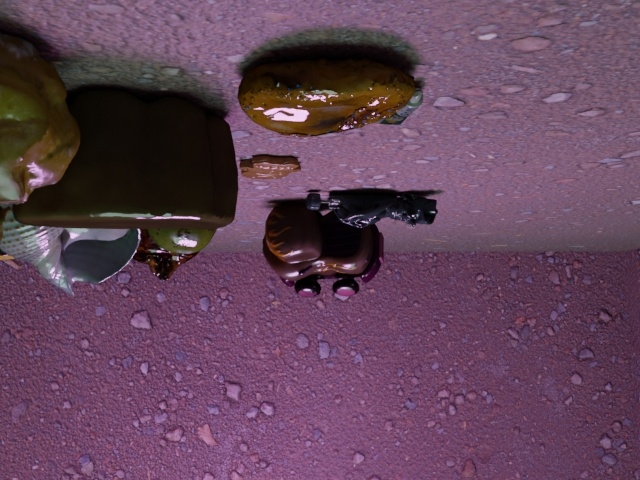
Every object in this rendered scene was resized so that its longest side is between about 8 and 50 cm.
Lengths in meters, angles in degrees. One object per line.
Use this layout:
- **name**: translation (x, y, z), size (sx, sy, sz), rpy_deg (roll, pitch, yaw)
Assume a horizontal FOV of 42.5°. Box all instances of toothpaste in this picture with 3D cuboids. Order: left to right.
- **toothpaste**: translation (0.128, -0.209, 1.310), size (0.049, 0.031, 0.204), rpy_deg (2, 175, -8)

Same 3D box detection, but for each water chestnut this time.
- **water chestnut**: translation (-0.440, 0.000, 2.265), size (0.224, 0.238, 0.223), rpy_deg (2, 163, 1)

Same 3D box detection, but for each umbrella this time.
- **umbrella**: translation (0.133, -0.081, 2.175), size (0.349, 0.094, 0.143), rpy_deg (3, 168, -15)

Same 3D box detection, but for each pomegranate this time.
- **pomegranate**: translation (-0.319, -0.069, 1.976), size (0.182, 0.181, 0.224), rpy_deg (4, 150, -35)

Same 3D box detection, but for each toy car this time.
- **toy car**: translation (0.000, 0.000, 2.342), size (0.341, 0.271, 0.240), rpy_deg (-5, 153, 11)

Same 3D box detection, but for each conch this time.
- **conch**: translation (-0.539, -0.055, 1.738), size (0.303, 0.215, 0.319), rpy_deg (-13, 144, -5)

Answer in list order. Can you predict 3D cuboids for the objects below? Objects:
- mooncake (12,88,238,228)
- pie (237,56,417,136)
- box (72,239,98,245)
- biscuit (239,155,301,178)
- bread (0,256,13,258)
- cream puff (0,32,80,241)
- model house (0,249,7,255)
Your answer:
- **mooncake**: translation (-0.323, -0.121, 1.377), size (0.379, 0.200, 0.378), rpy_deg (1, 178, 0)
- **pie**: translation (0.008, -0.203, 1.173), size (0.274, 0.069, 0.273), rpy_deg (0, 175, 0)
- **box**: translation (-0.514, -0.045, 1.978), size (0.153, 0.043, 0.269), rpy_deg (-20, -157, -3)
- **biscuit**: translation (-0.115, -0.155, 1.788), size (0.134, 0.027, 0.184), rpy_deg (1, 173, -29)
- **bread**: translation (-0.773, -0.044, 2.135), size (0.264, 0.167, 0.163), rpy_deg (-5, 173, 8)
- **cream puff**: translation (-0.500, -0.112, 1.048), size (0.379, 0.275, 0.378), rpy_deg (-1, 171, 0)
- **model house**: translation (-0.836, -0.079, 1.916), size (0.272, 0.190, 0.301), rpy_deg (0, -170, -43)
